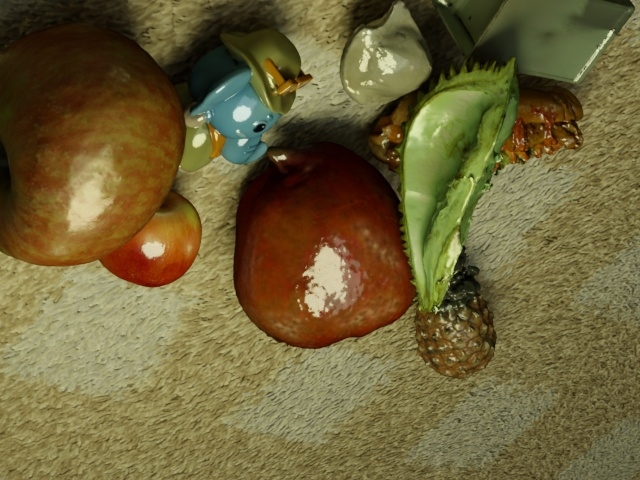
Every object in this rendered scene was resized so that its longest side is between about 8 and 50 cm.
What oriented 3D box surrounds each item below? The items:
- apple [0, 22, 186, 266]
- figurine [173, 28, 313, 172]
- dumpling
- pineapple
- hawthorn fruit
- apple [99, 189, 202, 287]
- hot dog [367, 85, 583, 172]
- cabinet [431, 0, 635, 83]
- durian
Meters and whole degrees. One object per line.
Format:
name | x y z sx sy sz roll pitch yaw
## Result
apple | -0.303 -0.117 1.547 0.250 0.278 0.309 -12 155 -41
figurine | -0.130 -0.187 1.677 0.180 0.154 0.262 6 148 -43
dumpling | 0.087 -0.252 1.715 0.136 0.118 0.199 -25 145 -11
pineapple | 0.233 0.104 2.165 0.157 0.158 0.279 -17 127 -10
hawthorn fruit | 0.010 0.008 1.853 0.295 0.295 0.312 2 108 -29
apple | -0.253 -0.006 1.772 0.163 0.163 0.139 2 124 -29
hot dog | 0.244 -0.160 1.877 0.348 0.117 0.158 -4 162 -24
cabinet | 0.293 -0.333 1.716 0.206 0.150 0.145 5 136 -31
durian | 0.204 -0.076 1.709 0.163 0.198 0.395 6 110 -31
